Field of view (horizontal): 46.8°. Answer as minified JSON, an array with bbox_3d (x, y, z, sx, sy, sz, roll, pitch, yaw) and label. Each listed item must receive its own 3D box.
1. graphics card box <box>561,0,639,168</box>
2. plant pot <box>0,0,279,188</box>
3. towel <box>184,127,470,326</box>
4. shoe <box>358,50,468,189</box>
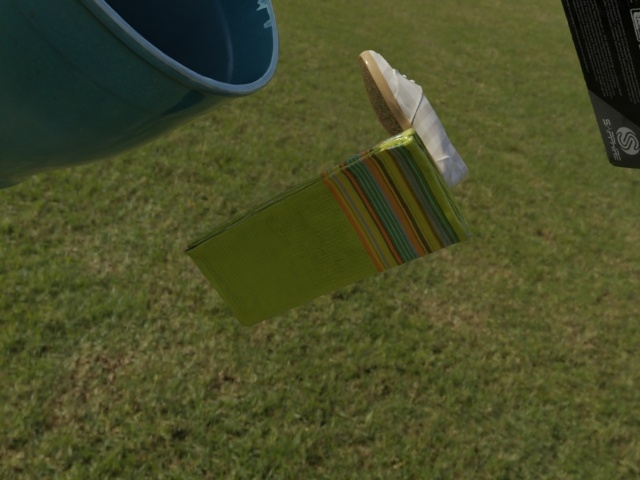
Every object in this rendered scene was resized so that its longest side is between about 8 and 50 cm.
[{"bbox_3d":[0.340,-0.143,0.458,0.371,0.233,0.094,12,52,50],"label":"graphics card box"},{"bbox_3d":[-0.215,-0.171,0.571,0.271,0.255,0.272,43,32,-35],"label":"plant pot"},{"bbox_3d":[0.000,0.000,0.626,0.102,0.237,0.021,57,27,-17],"label":"towel"},{"bbox_3d":[0.121,-0.161,0.985,0.058,0.076,0.219,-29,85,-9],"label":"shoe"}]
